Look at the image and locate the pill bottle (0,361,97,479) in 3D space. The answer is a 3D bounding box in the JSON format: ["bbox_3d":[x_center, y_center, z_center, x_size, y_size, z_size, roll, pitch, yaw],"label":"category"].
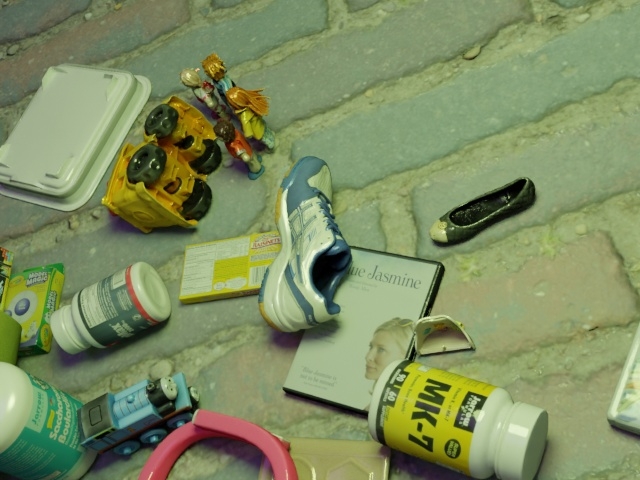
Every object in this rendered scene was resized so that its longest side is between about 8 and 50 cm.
[{"bbox_3d":[-0.462,0.275,1.264,0.146,0.264,0.146,-11,58,19],"label":"pill bottle"}]

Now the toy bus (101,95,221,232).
[{"bbox_3d":[-0.307,-0.125,1.520,0.211,0.149,0.220,-14,53,36],"label":"toy bus"}]

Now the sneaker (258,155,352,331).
[{"bbox_3d":[0.000,0.000,1.295,0.131,0.112,0.297,-10,62,35],"label":"sneaker"}]

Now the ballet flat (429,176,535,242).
[{"bbox_3d":[0.240,-0.050,1.260,0.173,0.049,0.057,-28,53,8],"label":"ballet flat"}]

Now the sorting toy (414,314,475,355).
[{"bbox_3d":[0.168,0.126,1.175,0.083,0.075,0.045,-10,58,19],"label":"sorting toy"}]

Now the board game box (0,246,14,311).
[{"bbox_3d":[-0.655,0.101,1.567,0.170,0.048,0.141,-23,51,30],"label":"board game box"}]

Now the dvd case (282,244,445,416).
[{"bbox_3d":[0.065,0.131,1.253,0.180,0.022,0.253,10,66,30],"label":"dvd case"}]

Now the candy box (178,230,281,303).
[{"bbox_3d":[-0.138,0.044,1.397,0.205,0.027,0.105,-9,56,20],"label":"candy box"}]

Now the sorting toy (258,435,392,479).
[{"bbox_3d":[-0.003,0.371,1.139,0.193,0.038,0.208,-3,56,24],"label":"sorting toy"}]

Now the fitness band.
[{"bbox_3d":[-0.148,0.352,1.174,0.290,0.054,0.209,5,63,40],"label":"fitness band"}]

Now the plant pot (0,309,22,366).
[{"bbox_3d":[-0.624,0.241,1.365,0.274,0.275,0.294,8,62,29],"label":"plant pot"}]

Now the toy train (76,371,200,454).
[{"bbox_3d":[-0.278,0.265,1.283,0.184,0.105,0.080,-27,54,9],"label":"toy train"}]

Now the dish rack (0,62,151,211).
[{"bbox_3d":[-0.527,-0.232,1.718,0.285,0.072,0.333,13,69,30],"label":"dish rack"}]

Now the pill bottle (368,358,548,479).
[{"bbox_3d":[0.177,0.235,1.079,0.208,0.119,0.119,12,68,30],"label":"pill bottle"}]

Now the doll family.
[{"bbox_3d":[-0.154,-0.247,1.491,0.118,0.163,0.263,-36,53,2],"label":"doll family"}]

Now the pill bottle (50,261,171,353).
[{"bbox_3d":[-0.353,0.119,1.404,0.180,0.108,0.108,-26,54,10],"label":"pill bottle"}]

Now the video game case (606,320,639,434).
[{"bbox_3d":[0.551,0.122,1.022,0.299,0.036,0.329,15,69,32],"label":"video game case"}]

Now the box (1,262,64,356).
[{"bbox_3d":[-0.530,0.121,1.527,0.105,0.043,0.179,-11,56,20],"label":"box"}]
